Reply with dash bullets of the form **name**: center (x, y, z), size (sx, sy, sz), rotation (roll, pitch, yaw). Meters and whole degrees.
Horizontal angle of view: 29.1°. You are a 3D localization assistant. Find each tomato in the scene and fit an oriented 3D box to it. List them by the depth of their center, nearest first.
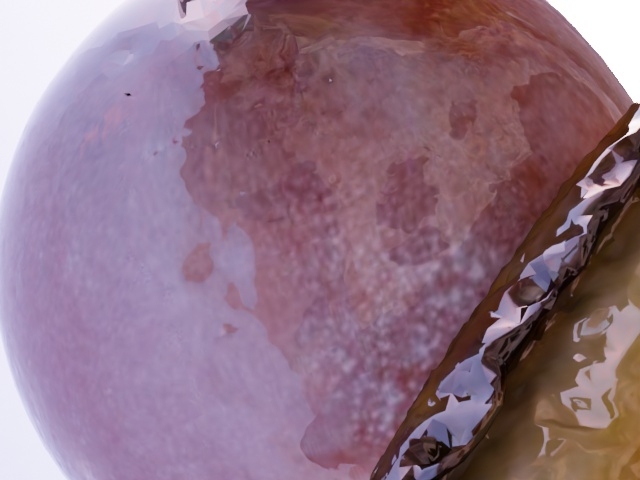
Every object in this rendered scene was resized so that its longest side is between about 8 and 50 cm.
- **tomato**: center (0.000, 0.000, 0.485), size (0.227, 0.270, 0.270), rotation (63, -157, -44)

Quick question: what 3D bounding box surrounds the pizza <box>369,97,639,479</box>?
- **pizza**: center (0.179, 0.066, 0.317), size (0.080, 0.434, 0.392), rotation (86, -175, -66)
